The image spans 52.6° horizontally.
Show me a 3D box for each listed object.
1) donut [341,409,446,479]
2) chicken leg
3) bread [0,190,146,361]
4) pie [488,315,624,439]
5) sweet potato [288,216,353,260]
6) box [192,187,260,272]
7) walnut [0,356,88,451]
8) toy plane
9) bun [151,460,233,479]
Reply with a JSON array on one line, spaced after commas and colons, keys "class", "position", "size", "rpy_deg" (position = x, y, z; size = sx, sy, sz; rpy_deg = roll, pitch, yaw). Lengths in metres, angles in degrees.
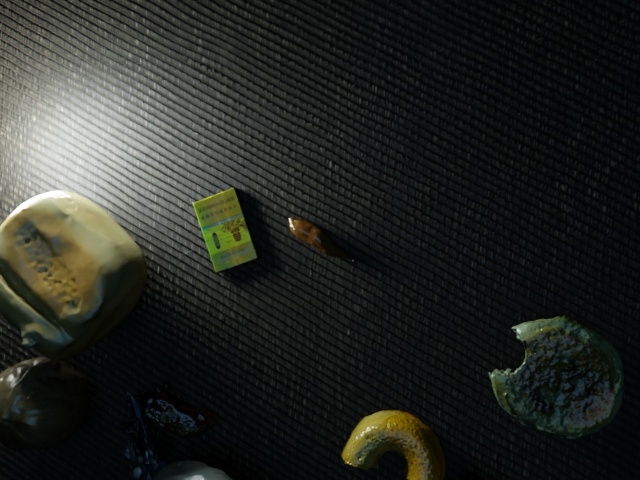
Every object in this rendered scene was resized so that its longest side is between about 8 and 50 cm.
[{"class": "donut", "position": [0.182, 0.495, 1.575], "size": [0.258, 0.101, 0.152], "rpy_deg": [9, 87, 14]}, {"class": "chicken leg", "position": [-0.378, 0.450, 1.688], "size": [0.233, 0.063, 0.105], "rpy_deg": [32, 101, 6]}, {"class": "bread", "position": [-0.639, 0.071, 1.632], "size": [0.376, 0.253, 0.348], "rpy_deg": [41, 92, 6]}, {"class": "pie", "position": [0.557, 0.321, 1.514], "size": [0.302, 0.067, 0.303], "rpy_deg": [0, 92, 10]}, {"class": "sweet potato", "position": [0.000, 0.000, 1.619], "size": [0.194, 0.056, 0.056], "rpy_deg": [36, 96, 4]}, {"class": "box", "position": [-0.242, -0.026, 1.672], "size": [0.121, 0.030, 0.193], "rpy_deg": [-19, 88, 10]}, {"class": "walnut", "position": [-0.733, 0.424, 1.669], "size": [0.248, 0.248, 0.249], "rpy_deg": [0, 91, 10]}, {"class": "toy plane", "position": [-0.472, 0.509, 1.665], "size": [0.169, 0.078, 0.247], "rpy_deg": [0, 112, 48]}, {"class": "bun", "position": [-0.274, 0.697, 1.591], "size": [0.354, 0.194, 0.355], "rpy_deg": [9, 110, 25]}]
